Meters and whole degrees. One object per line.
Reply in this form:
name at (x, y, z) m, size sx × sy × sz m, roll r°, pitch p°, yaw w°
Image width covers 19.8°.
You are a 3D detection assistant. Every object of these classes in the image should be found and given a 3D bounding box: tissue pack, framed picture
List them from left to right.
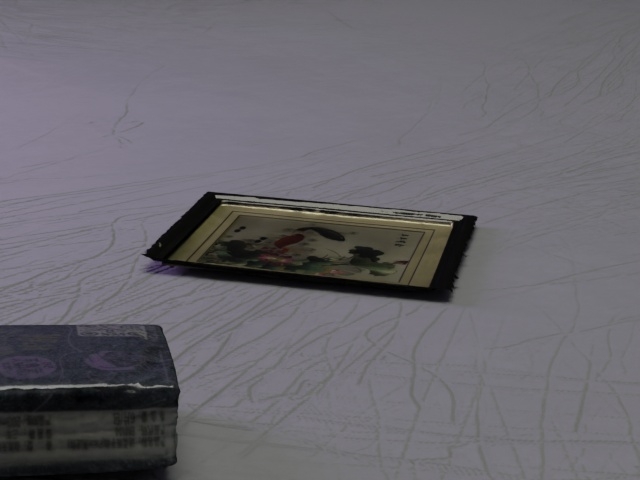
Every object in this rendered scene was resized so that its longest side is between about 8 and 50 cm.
tissue pack at (-0.146, 0.071, 0.848) m, size 0.156 × 0.051 × 0.112 m, roll 0°, pitch 13°, yaw -9°
framed picture at (0.000, 0.000, 1.210) m, size 0.199 × 0.010 × 0.195 m, roll 6°, pitch 15°, yaw 9°
